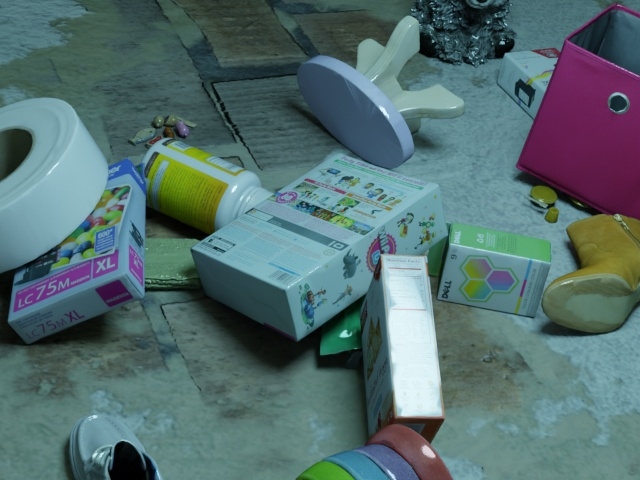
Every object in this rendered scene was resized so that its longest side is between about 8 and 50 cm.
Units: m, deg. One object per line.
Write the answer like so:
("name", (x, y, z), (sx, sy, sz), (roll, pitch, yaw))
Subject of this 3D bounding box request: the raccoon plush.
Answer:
("raccoon plush", (0.279, -0.574, 2.345), (0.216, 0.299, 0.446), (-6, 40, -18))

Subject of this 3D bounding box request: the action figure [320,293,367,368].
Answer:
("action figure", (0.054, 0.085, 1.648), (0.137, 0.063, 0.232), (0, 42, -8))

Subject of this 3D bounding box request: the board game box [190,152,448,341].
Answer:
("board game box", (0.000, 0.000, 1.633), (0.303, 0.098, 0.224), (-34, 36, -28))

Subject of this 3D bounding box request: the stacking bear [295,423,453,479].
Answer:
("stacking bear", (0.002, 0.335, 1.252), (0.289, 0.164, 0.175), (-24, 48, -29))

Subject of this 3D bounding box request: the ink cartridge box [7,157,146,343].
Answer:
("ink cartridge box", (-0.344, -0.005, 1.620), (0.185, 0.065, 0.311), (-22, 37, 11))

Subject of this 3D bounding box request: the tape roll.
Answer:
("tape roll", (-0.457, -0.082, 1.640), (0.286, 0.100, 0.286), (-16, 41, 14))

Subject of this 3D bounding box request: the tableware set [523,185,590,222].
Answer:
("tableware set", (0.426, -0.076, 1.963), (0.104, 0.024, 0.154), (31, 42, 22))

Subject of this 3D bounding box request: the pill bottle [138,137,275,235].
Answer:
("pill bottle", (-0.174, -0.073, 1.763), (0.215, 0.117, 0.117), (24, 40, 19))

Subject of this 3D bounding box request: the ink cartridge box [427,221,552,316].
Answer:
("ink cartridge box", (0.235, 0.040, 1.704), (0.209, 0.109, 0.062), (11, 37, 3))

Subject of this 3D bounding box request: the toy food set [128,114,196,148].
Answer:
("toy food set", (-0.273, -0.193, 1.977), (0.078, 0.019, 0.122), (23, 40, 18))

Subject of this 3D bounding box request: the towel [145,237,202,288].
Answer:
("towel", (-0.246, 0.035, 1.685), (0.148, 0.027, 0.110), (-1, 38, -11))

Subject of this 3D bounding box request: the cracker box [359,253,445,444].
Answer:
("cracker box", (0.100, 0.154, 1.442), (0.067, 0.156, 0.232), (3, 56, -8))

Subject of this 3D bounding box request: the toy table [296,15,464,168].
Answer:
("toy table", (0.107, -0.259, 1.976), (0.161, 0.252, 0.274), (-35, 65, -22))

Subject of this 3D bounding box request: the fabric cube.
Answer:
("fabric cube", (0.531, -0.217, 1.944), (0.254, 0.258, 0.259), (31, 38, 20))

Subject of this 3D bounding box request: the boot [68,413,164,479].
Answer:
("boot", (-0.228, 0.267, 1.311), (0.095, 0.123, 0.258), (-13, 43, -26))

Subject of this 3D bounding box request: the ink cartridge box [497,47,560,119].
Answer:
("ink cartridge box", (0.451, -0.302, 2.214), (0.127, 0.072, 0.175), (-10, 41, -23))

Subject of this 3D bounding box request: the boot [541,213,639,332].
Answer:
("boot", (0.431, 0.040, 1.763), (0.295, 0.104, 0.211), (-2, 33, -22))
